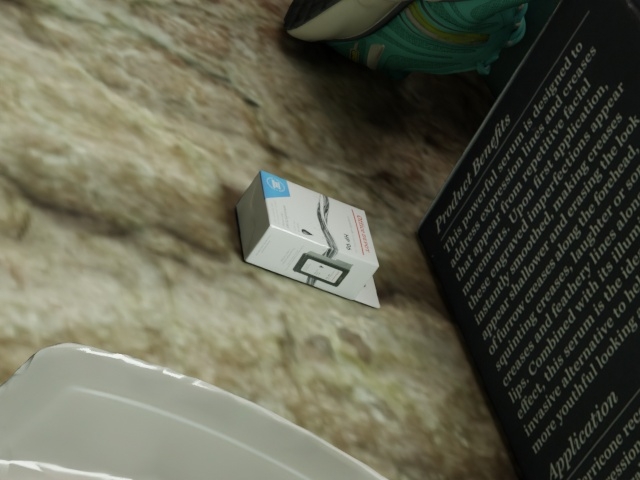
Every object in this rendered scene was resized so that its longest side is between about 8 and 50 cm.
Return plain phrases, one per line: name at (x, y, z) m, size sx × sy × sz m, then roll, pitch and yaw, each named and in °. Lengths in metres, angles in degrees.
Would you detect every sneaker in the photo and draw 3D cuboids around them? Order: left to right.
sneaker at (0.086, -0.157, 0.929) m, size 0.110 × 0.275 × 0.107 m, roll 33°, pitch 73°, yaw -22°

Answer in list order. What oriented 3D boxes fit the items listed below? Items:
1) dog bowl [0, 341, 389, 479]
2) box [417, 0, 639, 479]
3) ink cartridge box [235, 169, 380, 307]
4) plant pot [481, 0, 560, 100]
dog bowl at (-0.048, 0.178, 0.365) m, size 0.349 × 0.102 × 0.348 m, roll 26°, pitch 29°, yaw -16°
box at (0.268, 0.072, 0.779) m, size 0.294 × 0.212 × 0.395 m, roll 12°, pitch 38°, yaw -27°
ink cartridge box at (0.000, 0.000, 0.809) m, size 0.083 × 0.028 × 0.048 m, roll 21°, pitch 33°, yaw -25°
plant pot at (0.233, -0.134, 1.042) m, size 0.290 × 0.290 × 0.195 m, roll -4°, pitch 84°, yaw -49°
